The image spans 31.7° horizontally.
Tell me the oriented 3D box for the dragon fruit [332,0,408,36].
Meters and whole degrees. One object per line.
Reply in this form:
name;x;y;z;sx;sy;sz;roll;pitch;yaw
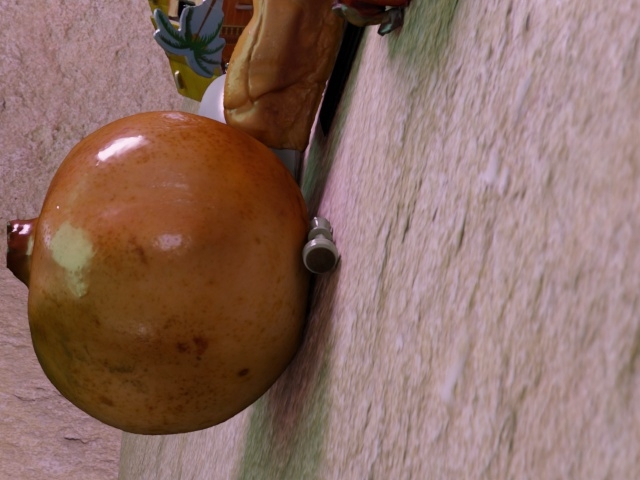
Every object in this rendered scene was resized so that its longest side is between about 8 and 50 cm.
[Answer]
dragon fruit;-0.002;-0.423;1.217;0.296;0.262;0.314;125;153;-62

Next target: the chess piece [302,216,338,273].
chess piece;0.000;0.000;1.335;0.093;0.042;0.042;-89;16;-62

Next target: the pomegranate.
pomegranate;-0.204;0.042;1.412;0.416;0.416;0.417;-168;90;-77

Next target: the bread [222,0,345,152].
bread;-0.037;-0.270;1.489;0.167;0.132;0.294;-65;-9;-72

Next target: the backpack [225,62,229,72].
backpack;-0.145;-0.183;1.838;0.258;0.133;0.206;-36;37;56

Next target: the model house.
model house;-0.242;-0.397;1.947;0.300;0.340;0.324;21;110;36

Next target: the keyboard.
keyboard;0.031;-0.234;1.470;0.064;0.010;0.198;-100;25;-56

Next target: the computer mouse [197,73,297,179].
computer mouse;-0.115;-0.115;1.635;0.097;0.159;0.289;59;-144;-70
